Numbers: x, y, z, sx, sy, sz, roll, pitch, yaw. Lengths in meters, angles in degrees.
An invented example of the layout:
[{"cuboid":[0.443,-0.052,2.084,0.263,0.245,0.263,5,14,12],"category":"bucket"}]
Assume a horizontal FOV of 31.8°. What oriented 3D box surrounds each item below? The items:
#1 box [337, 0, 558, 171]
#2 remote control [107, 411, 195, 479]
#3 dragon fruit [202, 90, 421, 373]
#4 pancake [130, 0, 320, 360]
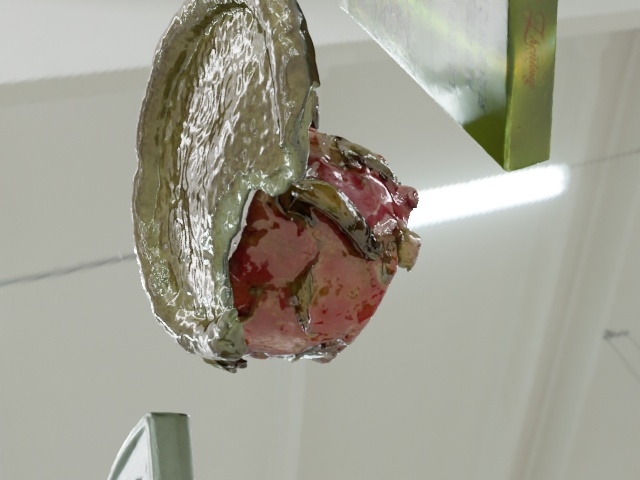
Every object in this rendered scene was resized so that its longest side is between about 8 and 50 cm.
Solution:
[{"cuboid":[0.085,-0.203,0.869,0.043,0.311,0.173,-17,-51,-15],"category":"box"},{"cuboid":[-0.108,0.261,0.736,0.038,0.285,0.123,8,-40,-22],"category":"remote control"},{"cuboid":[0.000,0.000,0.972,0.147,0.282,0.211,24,-28,-2],"category":"dragon fruit"},{"cuboid":[-0.080,-0.054,0.830,0.033,0.286,0.288,3,-17,-30],"category":"pancake"}]
